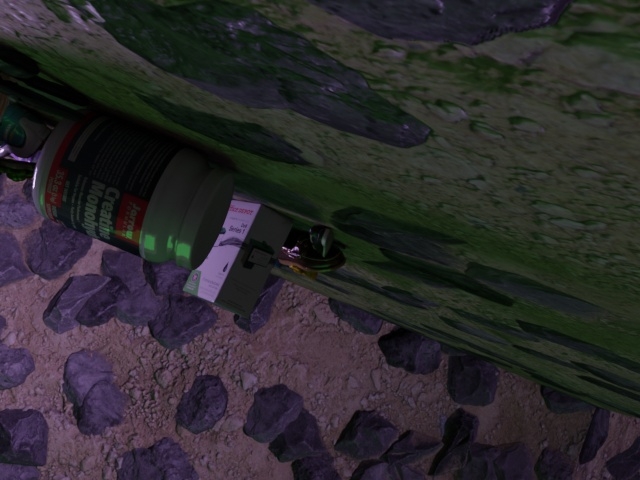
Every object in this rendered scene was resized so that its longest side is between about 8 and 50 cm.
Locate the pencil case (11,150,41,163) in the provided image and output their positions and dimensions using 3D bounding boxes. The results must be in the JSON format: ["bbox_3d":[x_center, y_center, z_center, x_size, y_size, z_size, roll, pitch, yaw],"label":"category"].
[{"bbox_3d":[-0.618,-0.175,1.819,0.206,0.088,0.086,41,161,18],"label":"pencil case"}]

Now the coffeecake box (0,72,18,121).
[{"bbox_3d":[-0.539,-0.215,1.238,0.068,0.142,0.185,21,174,3],"label":"coffeecake box"}]

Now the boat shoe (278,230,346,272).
[{"bbox_3d":[-0.034,0.020,1.797,0.207,0.073,0.073,7,125,44],"label":"boat shoe"}]

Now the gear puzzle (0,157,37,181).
[{"bbox_3d":[-0.594,-0.134,1.661,0.339,0.044,0.175,9,-175,27],"label":"gear puzzle"}]

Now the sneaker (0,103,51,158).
[{"bbox_3d":[-0.642,-0.240,1.697,0.275,0.107,0.110,7,145,49],"label":"sneaker"}]

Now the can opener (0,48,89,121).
[{"bbox_3d":[-0.407,-0.214,1.185,0.073,0.059,0.186,17,171,36],"label":"can opener"}]

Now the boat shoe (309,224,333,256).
[{"bbox_3d":[0.000,0.000,1.631,0.038,0.046,0.125,21,170,8],"label":"boat shoe"}]

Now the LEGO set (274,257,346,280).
[{"bbox_3d":[-0.063,0.035,1.943,0.227,0.087,0.093,20,173,10],"label":"LEGO set"}]

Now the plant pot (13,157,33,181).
[{"bbox_3d":[-0.648,-0.183,2.001,0.237,0.109,0.237,23,174,3],"label":"plant pot"}]

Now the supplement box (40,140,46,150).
[{"bbox_3d":[-0.549,-0.193,1.748,0.062,0.036,0.098,43,-173,0],"label":"supplement box"}]

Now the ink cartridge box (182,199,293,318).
[{"bbox_3d":[-0.169,0.032,1.697,0.092,0.219,0.160,30,169,-32],"label":"ink cartridge box"}]

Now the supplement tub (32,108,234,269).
[{"bbox_3d":[-0.294,-0.079,1.324,0.272,0.191,0.191,22,173,5],"label":"supplement tub"}]
